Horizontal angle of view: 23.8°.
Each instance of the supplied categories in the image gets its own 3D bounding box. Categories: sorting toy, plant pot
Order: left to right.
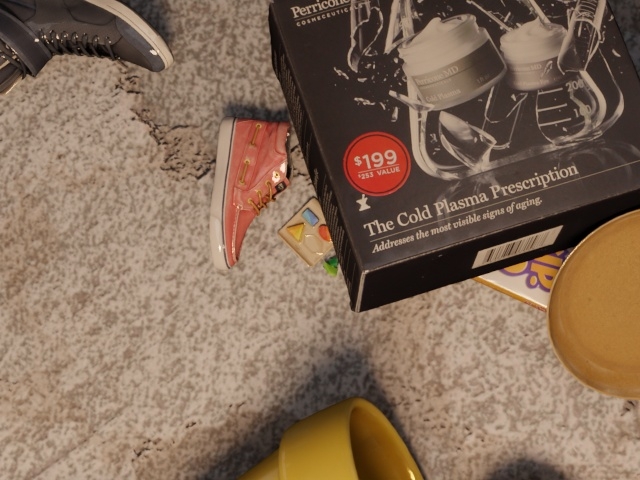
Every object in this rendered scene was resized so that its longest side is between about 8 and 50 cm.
[{"bbox_3d":[-0.018,0.320,1.566,0.239,0.254,0.254,-24,81,14],"label":"plant pot"},{"bbox_3d":[0.000,0.000,1.718,0.062,0.012,0.083,-44,82,-4],"label":"sorting toy"},{"bbox_3d":[0.355,0.063,1.631,0.236,0.032,0.236,-2,116,-5],"label":"plant pot"}]

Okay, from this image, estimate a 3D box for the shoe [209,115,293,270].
[{"bbox_3d":[-0.076,-0.053,1.703,0.081,0.063,0.178,2,77,8],"label":"shoe"}]

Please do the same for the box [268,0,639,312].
[{"bbox_3d":[0.151,-0.133,1.619,0.343,0.179,0.312,-17,74,-6],"label":"box"}]

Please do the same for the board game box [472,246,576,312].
[{"bbox_3d":[0.211,-0.006,1.700,0.259,0.039,0.124,25,83,3],"label":"board game box"}]

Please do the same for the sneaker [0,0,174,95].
[{"bbox_3d":[-0.292,-0.212,1.718,0.226,0.086,0.163,32,73,16],"label":"sneaker"}]
